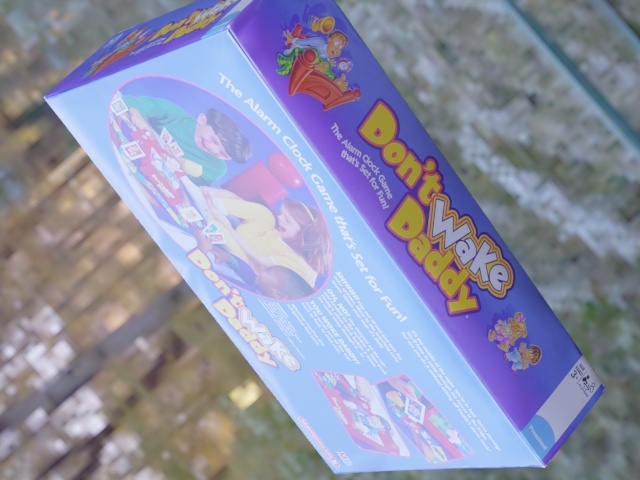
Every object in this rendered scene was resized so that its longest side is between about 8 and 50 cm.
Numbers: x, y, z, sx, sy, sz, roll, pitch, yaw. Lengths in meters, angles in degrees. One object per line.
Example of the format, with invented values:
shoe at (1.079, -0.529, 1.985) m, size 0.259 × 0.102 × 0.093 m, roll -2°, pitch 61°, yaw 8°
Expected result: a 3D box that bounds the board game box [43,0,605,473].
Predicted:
board game box at (0.000, 0.000, 1.290) m, size 0.233 × 0.078 × 0.347 m, roll -11°, pitch 120°, yaw 54°
